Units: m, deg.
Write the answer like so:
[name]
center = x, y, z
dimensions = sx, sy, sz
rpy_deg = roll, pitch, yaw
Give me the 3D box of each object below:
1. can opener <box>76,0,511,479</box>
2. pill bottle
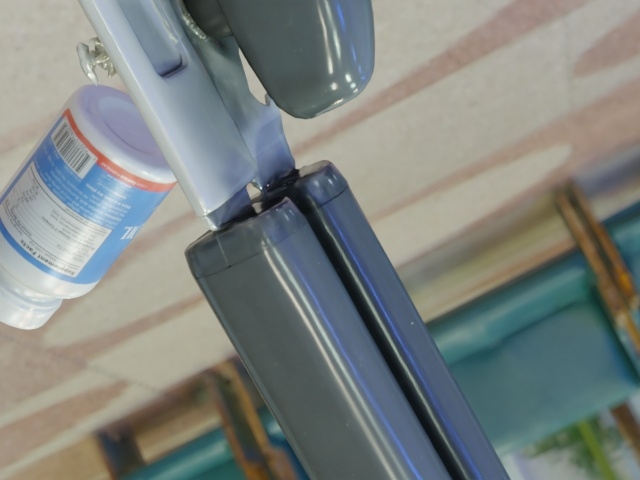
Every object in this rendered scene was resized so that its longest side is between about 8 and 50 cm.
[can opener]
center = 0.000, 0.000, 0.527
dimensions = 0.093, 0.280, 0.074
rpy_deg = -19, -168, 31
[pill bottle]
center = -0.232, -0.026, 1.441
dimensions = 0.221, 0.124, 0.124
rpy_deg = -49, 156, 25
